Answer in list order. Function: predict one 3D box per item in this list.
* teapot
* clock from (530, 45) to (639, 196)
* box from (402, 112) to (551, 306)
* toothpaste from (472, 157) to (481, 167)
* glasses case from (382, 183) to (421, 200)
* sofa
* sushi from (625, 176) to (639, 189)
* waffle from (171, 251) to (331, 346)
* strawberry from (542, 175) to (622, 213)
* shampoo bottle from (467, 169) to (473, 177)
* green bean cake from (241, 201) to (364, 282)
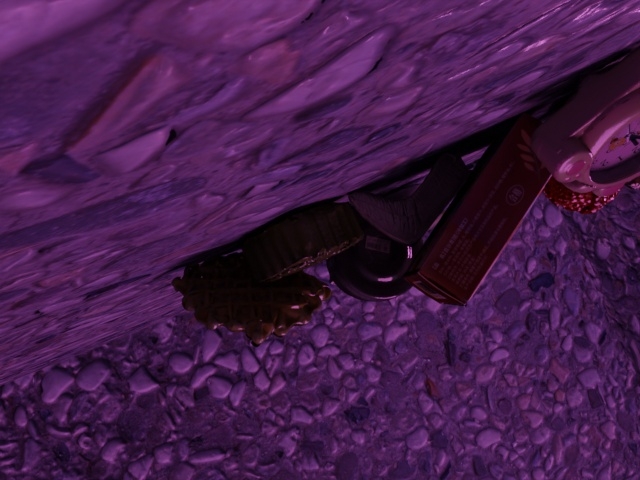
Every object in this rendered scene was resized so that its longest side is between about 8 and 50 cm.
[{"bbox_3d":[0.137,0.012,1.743,0.321,0.239,0.239,-60,-171,-19],"label":"teapot"},{"bbox_3d":[0.545,-0.198,1.197,0.284,0.114,0.309,-42,146,22],"label":"clock"},{"bbox_3d":[0.343,-0.049,1.460,0.385,0.122,0.344,-56,176,-3],"label":"box"},{"bbox_3d":[0.541,-0.235,1.952,0.267,0.050,0.065,-19,176,-46],"label":"toothpaste"},{"bbox_3d":[0.193,-0.101,1.777,0.197,0.049,0.076,-25,174,34],"label":"glasses case"},{"bbox_3d":[0.196,-0.111,1.485,0.225,0.176,0.210,-52,173,5],"label":"sofa"},{"bbox_3d":[0.948,-0.308,1.862,0.350,0.211,0.171,-49,167,16],"label":"sushi"},{"bbox_3d":[-0.146,0.106,1.475,0.317,0.297,0.073,-28,137,-44],"label":"waffle"},{"bbox_3d":[0.575,-0.124,1.505,0.286,0.188,0.106,7,105,-81],"label":"strawberry"},{"bbox_3d":[0.458,-0.171,1.971,0.072,0.049,0.212,18,-164,4],"label":"shampoo bottle"},{"bbox_3d":[-0.037,0.002,1.418,0.200,0.113,0.214,-18,173,-47],"label":"green bean cake"}]
